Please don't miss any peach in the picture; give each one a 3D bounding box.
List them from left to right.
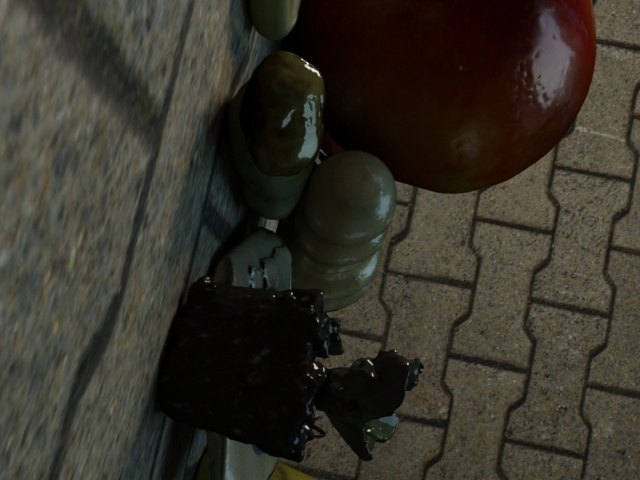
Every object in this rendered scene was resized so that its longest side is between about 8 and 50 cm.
[{"bbox_3d":[0.141,-0.246,1.054,0.388,0.388,0.388,12,90,-88],"label":"peach"}]

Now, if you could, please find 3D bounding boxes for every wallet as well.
[{"bbox_3d":[-0.061,0.129,0.944,0.335,0.068,0.274,-50,134,-75],"label":"wallet"}]

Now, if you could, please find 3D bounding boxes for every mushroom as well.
[{"bbox_3d":[-0.042,-0.084,0.821,0.312,0.081,0.099,117,-12,-82],"label":"mushroom"}]

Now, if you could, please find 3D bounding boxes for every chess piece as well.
[{"bbox_3d":[0.021,-0.013,1.037,0.261,0.143,0.142,114,-11,-70],"label":"chess piece"}]

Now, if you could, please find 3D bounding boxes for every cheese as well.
[{"bbox_3d":[-0.036,-0.220,0.699,0.192,0.037,0.097,39,62,-88],"label":"cheese"}]

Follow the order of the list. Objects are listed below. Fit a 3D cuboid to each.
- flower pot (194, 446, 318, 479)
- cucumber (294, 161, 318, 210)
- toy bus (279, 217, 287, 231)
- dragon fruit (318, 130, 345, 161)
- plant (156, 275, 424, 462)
[{"bbox_3d":[-0.071,0.357,1.090,0.195,0.179,0.195,11,90,-86],"label":"flower pot"},{"bbox_3d":[-0.033,-0.079,1.137,0.241,0.075,0.074,27,75,-85],"label":"cucumber"},{"bbox_3d":[0.000,0.000,1.582,0.329,0.143,0.153,-3,115,-89],"label":"toy bus"},{"bbox_3d":[0.073,-0.219,1.489,0.227,0.224,0.224,-79,179,-65],"label":"dragon fruit"},{"bbox_3d":[-0.023,0.108,0.726,0.142,0.203,0.131,106,3,-69],"label":"plant"}]
